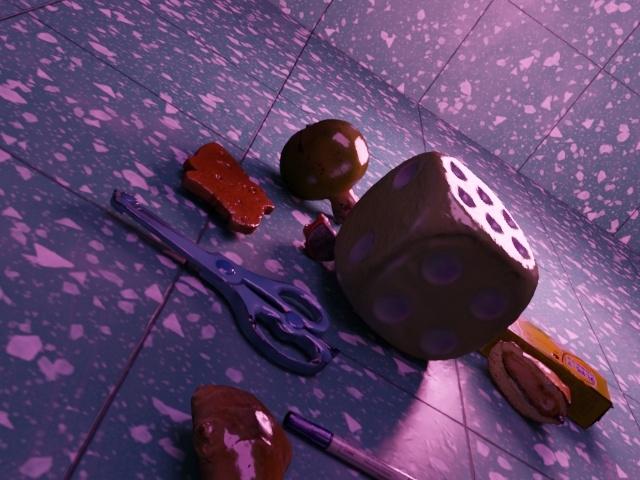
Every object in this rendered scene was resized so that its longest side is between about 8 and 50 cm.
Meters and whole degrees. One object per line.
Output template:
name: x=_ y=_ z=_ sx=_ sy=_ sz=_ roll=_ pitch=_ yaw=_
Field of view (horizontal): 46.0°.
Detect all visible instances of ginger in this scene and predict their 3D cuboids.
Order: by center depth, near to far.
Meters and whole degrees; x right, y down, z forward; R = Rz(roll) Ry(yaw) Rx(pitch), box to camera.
ginger: x=-0.091 y=0.247 z=0.708 sx=0.131 sy=0.086 sz=0.294 roll=52 pitch=22 yaw=-20

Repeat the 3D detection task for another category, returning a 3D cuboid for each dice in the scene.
dice: x=0.186 y=0.025 z=1.251 sx=0.252 sy=0.249 sz=0.254 roll=38 pitch=26 yaw=-24

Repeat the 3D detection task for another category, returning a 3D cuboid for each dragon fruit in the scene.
dragon fruit: x=0.000 y=0.000 z=1.334 sx=0.083 sy=0.060 sz=0.056 roll=55 pitch=6 yaw=-28

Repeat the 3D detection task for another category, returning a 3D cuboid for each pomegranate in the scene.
pomegranate: x=0.027 y=-0.146 z=1.497 sx=0.210 sy=0.179 sz=0.179 roll=34 pitch=23 yaw=-6

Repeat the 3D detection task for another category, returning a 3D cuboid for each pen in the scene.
pen: x=0.044 y=0.265 z=0.927 sx=0.204 sy=0.025 sz=0.025 roll=32 pitch=23 yaw=-10

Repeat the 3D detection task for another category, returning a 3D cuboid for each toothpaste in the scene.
toothpaste: x=0.405 y=0.221 z=1.450 sx=0.327 sy=0.077 sz=0.110 roll=36 pitch=21 yaw=0

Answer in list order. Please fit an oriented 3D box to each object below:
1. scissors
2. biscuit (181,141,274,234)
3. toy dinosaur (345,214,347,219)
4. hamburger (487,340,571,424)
scissors: x=-0.137 y=0.053 z=1.068 sx=0.393 sy=0.032 sz=0.180 roll=36 pitch=23 yaw=-4
biscuit: x=-0.166 y=-0.095 z=1.302 sx=0.183 sy=0.043 sz=0.280 roll=25 pitch=21 yaw=-33
toy dinosaur: x=0.190 y=-0.014 z=1.470 sx=0.286 sy=0.139 sz=0.070 roll=20 pitch=11 yaw=1
hamburger: x=0.377 y=0.260 z=1.339 sx=0.176 sy=0.087 sz=0.102 roll=44 pitch=12 yaw=34
